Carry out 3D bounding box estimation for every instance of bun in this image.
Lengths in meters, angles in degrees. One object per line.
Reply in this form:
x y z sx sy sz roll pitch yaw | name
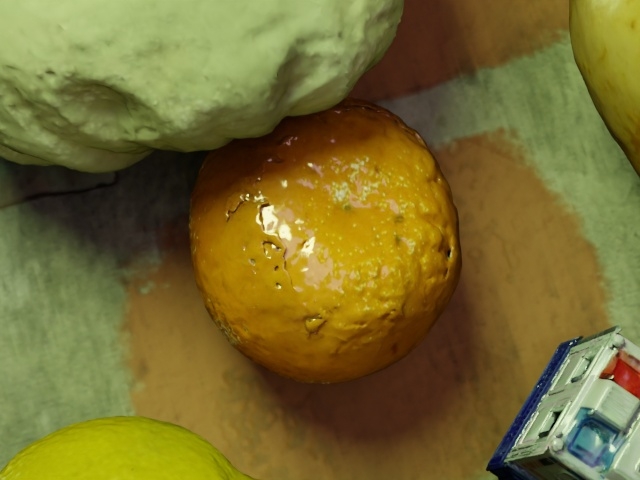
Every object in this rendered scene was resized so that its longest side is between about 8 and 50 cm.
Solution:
-0.104 -0.174 1.116 0.360 0.360 0.211 -24 124 -13 | bun

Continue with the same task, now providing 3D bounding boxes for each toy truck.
0.261 0.178 1.165 0.268 0.155 0.124 33 75 -3 | toy truck

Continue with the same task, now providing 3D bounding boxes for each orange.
0.000 0.000 1.152 0.193 0.161 0.193 9 71 -26 | orange

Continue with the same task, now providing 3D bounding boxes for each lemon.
-0.135 0.204 1.078 0.244 0.187 0.186 -19 83 -11 | lemon

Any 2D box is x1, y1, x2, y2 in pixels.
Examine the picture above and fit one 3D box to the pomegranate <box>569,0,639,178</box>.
0.355 -0.167 1.119 0.410 0.410 0.410 2 79 -9 | pomegranate
